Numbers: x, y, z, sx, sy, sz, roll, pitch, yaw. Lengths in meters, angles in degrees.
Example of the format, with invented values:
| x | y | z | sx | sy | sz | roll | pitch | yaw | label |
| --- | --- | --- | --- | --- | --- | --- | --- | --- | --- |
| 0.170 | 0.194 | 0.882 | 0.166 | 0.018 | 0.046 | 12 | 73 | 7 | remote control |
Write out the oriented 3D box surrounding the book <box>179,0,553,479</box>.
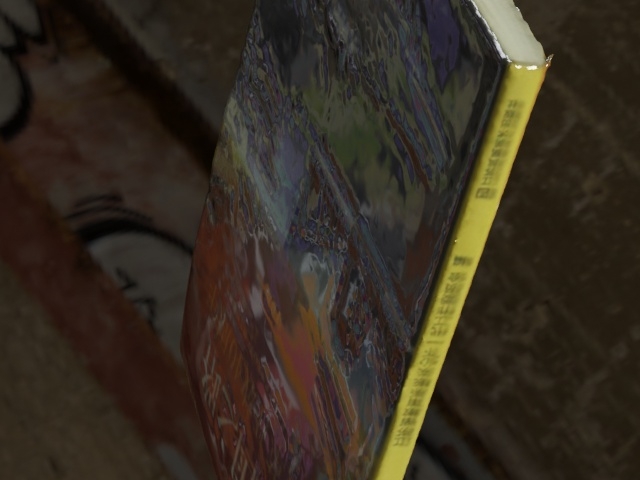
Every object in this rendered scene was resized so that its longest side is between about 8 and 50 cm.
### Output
| x | y | z | sx | sy | sz | roll | pitch | yaw | label |
| --- | --- | --- | --- | --- | --- | --- | --- | --- | --- |
| 0.000 | 0.000 | 0.821 | 0.262 | 0.028 | 0.374 | -115 | -147 | -47 | book |
